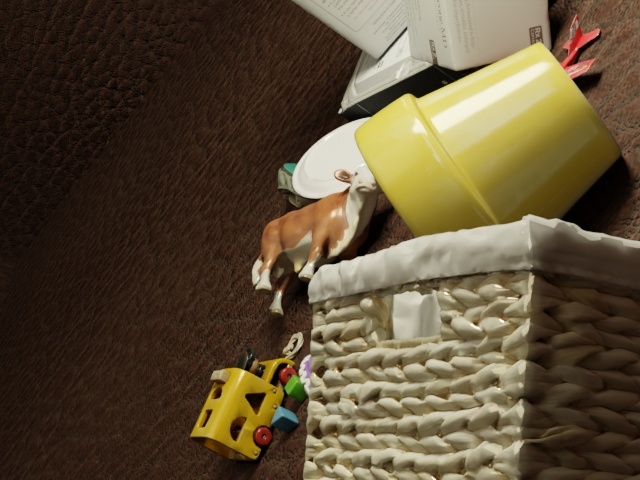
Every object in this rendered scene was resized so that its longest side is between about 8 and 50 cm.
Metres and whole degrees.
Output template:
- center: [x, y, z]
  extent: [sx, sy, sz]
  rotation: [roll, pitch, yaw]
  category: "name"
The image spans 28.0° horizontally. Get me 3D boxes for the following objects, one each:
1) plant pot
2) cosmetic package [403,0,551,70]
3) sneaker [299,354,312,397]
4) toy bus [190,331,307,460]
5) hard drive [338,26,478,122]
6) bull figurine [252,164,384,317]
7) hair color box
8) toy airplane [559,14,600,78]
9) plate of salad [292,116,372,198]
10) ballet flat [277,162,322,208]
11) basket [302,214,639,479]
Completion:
- center: [0.207, -0.097, 1.500]
  extent: [0.239, 0.254, 0.254]
  rotation: [-37, 26, 10]
  category: "plant pot"
- center: [0.216, -0.337, 1.824]
  extent: [0.152, 0.151, 0.184]
  rotation: [-14, 17, -12]
  category: "cosmetic package"
- center: [0.048, 0.200, 1.636]
  extent: [0.104, 0.095, 0.236]
  rotation: [-47, 28, 10]
  category: "sneaker"
- center: [-0.115, 0.230, 1.920]
  extent: [0.191, 0.104, 0.202]
  rotation: [-50, 23, 20]
  category: "toy bus"
- center: [0.171, -0.333, 2.118]
  extent: [0.339, 0.064, 0.236]
  rotation: [-17, 46, 58]
  category: "hard drive"
- center: [0.000, 0.000, 1.983]
  extent: [0.310, 0.101, 0.188]
  rotation: [-27, 39, 53]
  category: "bull figurine"
- center: [0.002, -0.481, 2.080]
  extent: [0.185, 0.374, 0.113]
  rotation: [-47, 24, 27]
  category: "hair color box"
- center: [0.321, -0.230, 1.692]
  extent: [0.151, 0.028, 0.151]
  rotation: [-44, 26, 28]
  category: "toy airplane"
- center: [0.046, -0.130, 2.104]
  extent: [0.200, 0.048, 0.199]
  rotation: [-22, 34, 16]
  category: "plate of salad"
- center: [-0.024, -0.086, 2.225]
  extent: [0.213, 0.072, 0.068]
  rotation: [-144, 58, -69]
  category: "ballet flat"
- center: [0.191, 0.154, 1.005]
  extent: [0.328, 0.331, 0.266]
  rotation: [-15, 67, 61]
  category: "basket"
